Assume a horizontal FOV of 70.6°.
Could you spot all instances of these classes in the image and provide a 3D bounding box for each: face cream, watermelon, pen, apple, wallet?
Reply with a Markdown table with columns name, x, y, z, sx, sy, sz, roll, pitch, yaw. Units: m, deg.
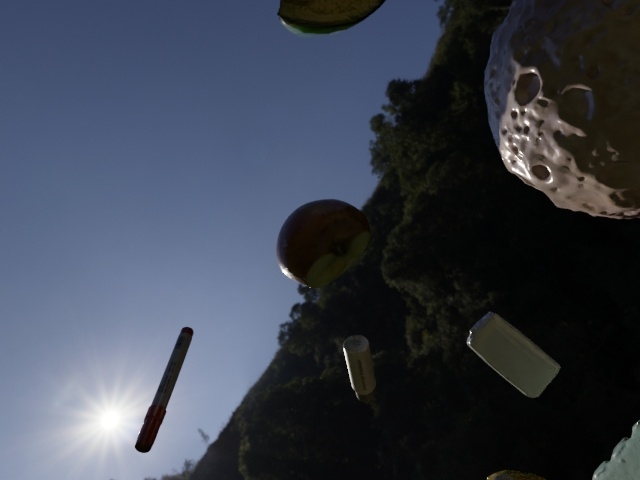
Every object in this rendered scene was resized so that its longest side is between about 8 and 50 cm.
| name | x | y | z | sx | sy | sz | roll | pitch | yaw |
| --- | --- | --- | --- | --- | --- | --- | --- | --- | --- |
| face cream | 0.148 | 0.479 | 1.621 | 0.092 | 0.092 | 0.311 | -29 | -53 | -25 |
| watermelon | 0.032 | -0.258 | 0.410 | 0.092 | 0.075 | 0.181 | 31 | -106 | -61 |
| pen | -0.247 | 0.230 | 0.735 | 0.028 | 0.239 | 0.028 | 0 | -59 | 1 |
| apple | 0.000 | 0.000 | 0.920 | 0.195 | 0.160 | 0.173 | -35 | -8 | -19 |
| wallet | 0.385 | 0.230 | 0.912 | 0.095 | 0.190 | 0.033 | -52 | 2 | -2 |

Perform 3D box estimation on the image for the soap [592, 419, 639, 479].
| name | x | y | z | sx | sy | sz | roll | pitch | yaw |
| --- | --- | --- | --- | --- | --- | --- | --- | --- | --- |
| soap | 0.599 | 0.383 | 0.677 | 0.348 | 0.115 | 0.208 | 10 | -62 | -14 |

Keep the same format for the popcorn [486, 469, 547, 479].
| name | x | y | z | sx | sy | sz | roll | pitch | yaw |
| --- | --- | --- | --- | --- | --- | --- | --- | --- | --- |
| popcorn | 0.436 | 0.580 | 0.912 | 0.192 | 0.189 | 0.253 | 9 | -13 | -15 |

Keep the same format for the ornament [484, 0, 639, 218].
| name | x | y | z | sx | sy | sz | roll | pitch | yaw |
| --- | --- | --- | --- | --- | --- | --- | --- | --- | --- |
| ornament | 0.289 | -0.143 | 0.406 | 0.260 | 0.225 | 0.259 | -7 | -76 | -30 |
